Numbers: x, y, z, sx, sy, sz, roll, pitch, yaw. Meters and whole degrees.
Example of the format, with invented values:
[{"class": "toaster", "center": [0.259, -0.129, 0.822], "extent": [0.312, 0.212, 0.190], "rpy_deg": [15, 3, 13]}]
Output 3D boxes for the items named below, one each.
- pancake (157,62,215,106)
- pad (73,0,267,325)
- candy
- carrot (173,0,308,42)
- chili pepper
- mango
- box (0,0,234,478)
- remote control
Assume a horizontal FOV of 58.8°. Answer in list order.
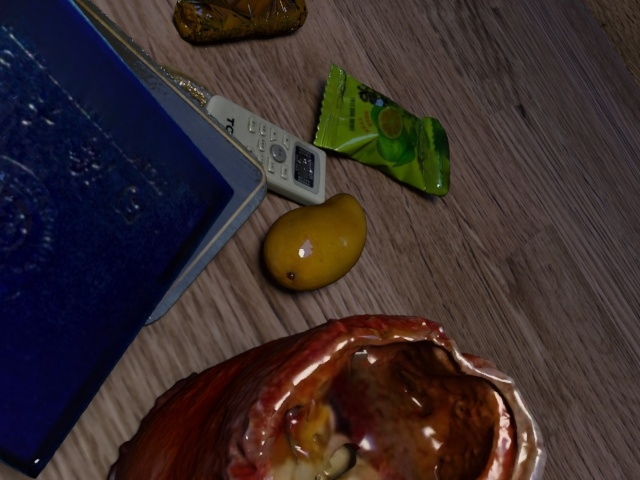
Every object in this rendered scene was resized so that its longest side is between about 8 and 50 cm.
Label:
[{"class": "pancake", "center": [-0.174, -0.145, 0.667], "extent": [0.152, 0.025, 0.151], "rpy_deg": [18, 57, -30]}, {"class": "pad", "center": [-0.214, -0.139, 0.561], "extent": [0.375, 0.063, 0.315], "rpy_deg": [43, 60, -12]}, {"class": "candy", "center": [0.096, -0.162, 0.863], "extent": [0.246, 0.069, 0.148], "rpy_deg": [21, 60, -35]}, {"class": "carrot", "center": [-0.104, -0.317, 0.797], "extent": [0.229, 0.069, 0.068], "rpy_deg": [-30, 87, -43]}, {"class": "chili pepper", "center": [-0.029, 0.183, 0.409], "extent": [0.229, 0.305, 0.251], "rpy_deg": [41, 55, -1]}, {"class": "mango", "center": [0.000, 0.000, 0.691], "extent": [0.102, 0.085, 0.184], "rpy_deg": [53, 36, 0]}, {"class": "box", "center": [-0.234, -0.025, 0.411], "extent": [0.261, 0.116, 0.278], "rpy_deg": [51, 52, -33]}, {"class": "remote control", "center": [-0.068, -0.109, 0.711], "extent": [0.190, 0.029, 0.087], "rpy_deg": [23, 58, -37]}]
